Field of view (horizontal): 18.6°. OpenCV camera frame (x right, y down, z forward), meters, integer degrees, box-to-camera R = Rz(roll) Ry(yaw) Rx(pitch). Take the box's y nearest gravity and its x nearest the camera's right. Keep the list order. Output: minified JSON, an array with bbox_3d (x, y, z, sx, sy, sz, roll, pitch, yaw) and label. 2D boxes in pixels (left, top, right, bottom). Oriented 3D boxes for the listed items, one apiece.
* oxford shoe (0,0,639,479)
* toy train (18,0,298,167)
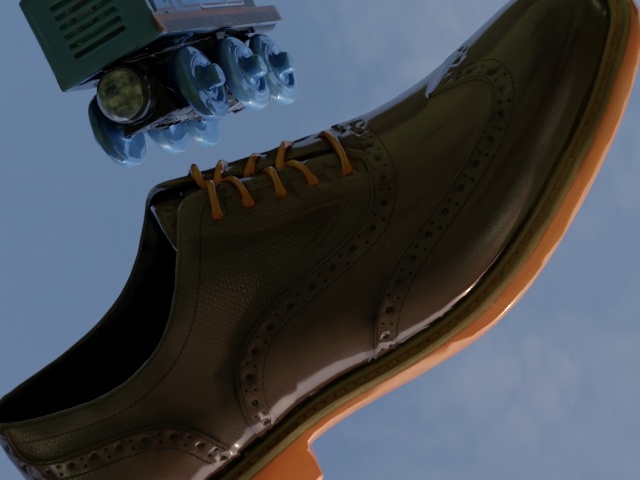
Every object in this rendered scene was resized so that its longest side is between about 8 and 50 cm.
[{"bbox_3d":[0.000,0.000,0.906,0.363,0.133,0.130,-48,-156,2],"label":"oxford shoe"},{"bbox_3d":[-0.076,-0.103,1.019,0.080,0.184,0.105,-26,-91,22],"label":"toy train"}]
